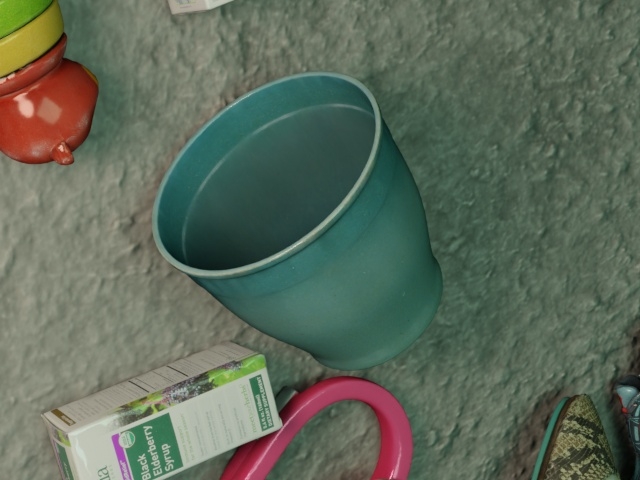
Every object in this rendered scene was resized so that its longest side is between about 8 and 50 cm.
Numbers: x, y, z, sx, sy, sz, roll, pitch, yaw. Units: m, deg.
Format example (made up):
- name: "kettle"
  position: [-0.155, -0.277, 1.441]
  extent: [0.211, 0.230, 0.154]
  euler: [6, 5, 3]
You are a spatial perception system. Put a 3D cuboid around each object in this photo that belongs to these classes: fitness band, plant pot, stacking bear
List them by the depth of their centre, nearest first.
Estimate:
- name: "stacking bear"
  position: [-0.314, -0.207, 1.228]
  extent: [0.164, 0.175, 0.289]
  euler: [-37, 120, -23]
- name: "plant pot"
  position: [0.000, 0.000, 1.377]
  extent: [0.271, 0.272, 0.255]
  euler: [-51, 132, -14]
- name: "fitness band"
  position: [-0.007, 0.295, 1.513]
  extent: [0.209, 0.054, 0.291]
  euler: [42, 77, -27]

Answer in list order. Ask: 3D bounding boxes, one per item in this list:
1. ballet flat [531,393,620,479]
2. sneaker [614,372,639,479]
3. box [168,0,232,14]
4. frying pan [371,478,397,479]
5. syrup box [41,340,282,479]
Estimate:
- name: "ballet flat"
  position: [0.309, 0.445, 1.631]
  extent: [0.164, 0.182, 0.482]
  euler: [39, 75, -56]
- name: "sneaker"
  position: [0.460, 0.236, 1.758]
  extent: [0.125, 0.104, 0.261]
  euler: [20, 98, 3]
- name: "box"
  position: [-0.125, -0.355, 1.337]
  extent: [0.114, 0.103, 0.203]
  euler: [-27, 108, -24]
- name: "frying pan"
  position: [0.079, 0.442, 1.549]
  extent: [0.197, 0.053, 0.326]
  euler: [-28, 116, -28]
- name: "syrup box"
  position: [-0.172, 0.198, 1.385]
  extent: [0.237, 0.096, 0.093]
  euler: [-20, 106, -27]
